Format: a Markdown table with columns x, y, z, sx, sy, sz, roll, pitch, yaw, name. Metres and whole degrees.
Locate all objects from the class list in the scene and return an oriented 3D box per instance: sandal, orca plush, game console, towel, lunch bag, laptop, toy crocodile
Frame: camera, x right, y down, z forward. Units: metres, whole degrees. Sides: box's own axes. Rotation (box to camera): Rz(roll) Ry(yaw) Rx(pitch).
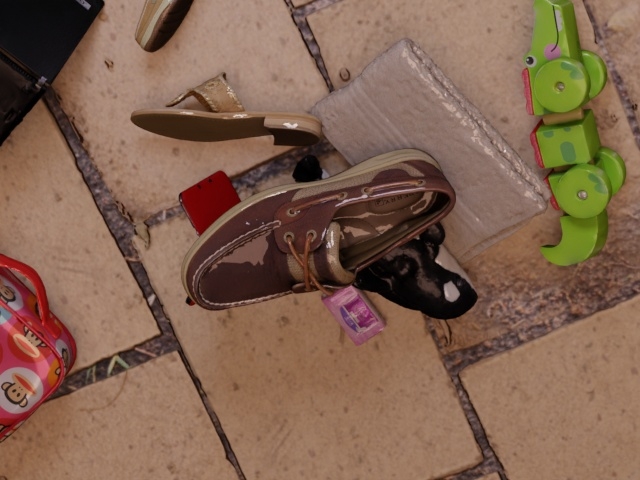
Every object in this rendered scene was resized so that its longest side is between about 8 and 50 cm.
| x | y | z | sx | sy | sz | roll | pitch | yaw | name |
| --- | --- | --- | --- | --- | --- | --- | --- | --- | --- |
| -0.114 | -0.172 | 1.742 | 0.240 | 0.088 | 0.079 | 5 | 73 | 7 | sandal |
| 0.067 | 0.011 | 1.734 | 0.151 | 0.102 | 0.287 | -30 | 105 | 41 | orca plush |
| -0.144 | -0.004 | 1.749 | 0.085 | 0.144 | 0.124 | 34 | 114 | 8 | game console |
| 0.138 | -0.105 | 1.711 | 0.282 | 0.049 | 0.187 | 48 | 132 | -9 | towel |
| -0.471 | 0.116 | 1.806 | 0.258 | 0.120 | 0.293 | -41 | 100 | 12 | lunch bag |
| -0.438 | -0.248 | 1.677 | 0.234 | 0.136 | 0.264 | 38 | 105 | -18 | laptop |
| 0.302 | -0.134 | 1.704 | 0.105 | 0.115 | 0.340 | -6 | 106 | 26 | toy crocodile |

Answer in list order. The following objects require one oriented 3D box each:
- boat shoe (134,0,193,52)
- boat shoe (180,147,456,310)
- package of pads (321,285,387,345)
| x | y | z | sx | sy | sz | roll | pitch | yaw | name |
| --- | --- | --- | --- | --- | --- | --- | --- | --- | --- |
| -0.187 | -0.326 | 1.703 | 0.072 | 0.068 | 0.190 | 30 | 95 | 7 | boat shoe |
| 0.000 | 0.000 | 1.631 | 0.342 | 0.123 | 0.123 | -21 | 116 | -4 | boat shoe |
| 0.044 | 0.092 | 1.822 | 0.050 | 0.032 | 0.083 | -35 | 102 | 13 | package of pads |
